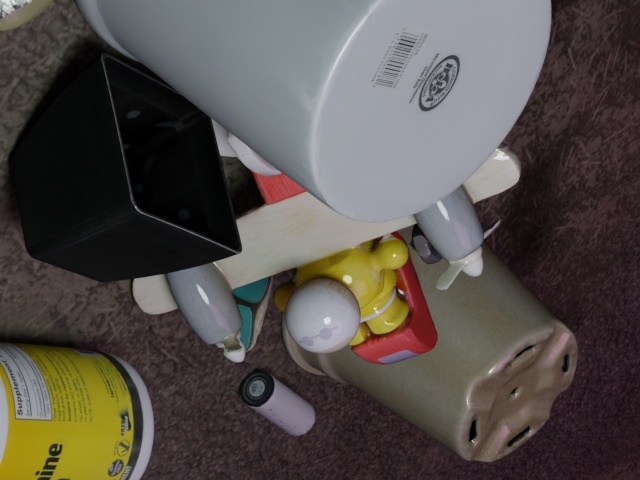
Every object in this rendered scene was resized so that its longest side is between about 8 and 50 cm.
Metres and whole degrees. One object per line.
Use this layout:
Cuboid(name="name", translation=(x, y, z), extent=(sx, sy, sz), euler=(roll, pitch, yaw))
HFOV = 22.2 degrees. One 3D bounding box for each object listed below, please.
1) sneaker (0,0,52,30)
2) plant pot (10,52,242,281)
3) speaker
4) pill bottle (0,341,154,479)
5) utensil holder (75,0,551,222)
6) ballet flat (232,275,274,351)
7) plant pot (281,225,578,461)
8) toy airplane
Cuboid(name="sneaker", translation=(-0.209, -0.365, 1.429), extent=(0.158, 0.182, 0.410), euler=(29, 96, -21))
Cuboid(name="plant pot", translation=(-0.219, -0.057, 1.724), extent=(0.167, 0.188, 0.187), euler=(-26, 153, 24))
Cuboid(name="speaker", translation=(-0.058, 0.229, 2.279), extent=(0.055, 0.055, 0.136), euler=(-49, 145, -1))
Cuboid(name="pill bottle", translation=(-0.360, 0.207, 1.812), extent=(0.334, 0.188, 0.188), euler=(10, 114, -51))
Cuboid(name="utensil holder", translation=(-0.010, -0.241, 1.617), extent=(0.328, 0.385, 0.327), euler=(-29, 141, -28))
Cuboid(name="ballet flat", translation=(-0.091, 0.070, 2.114), extent=(0.052, 0.057, 0.168), euler=(-51, 162, -54))
Cuboid(name="plant pot", translation=(0.171, 0.128, 2.221), extent=(0.334, 0.305, 0.333), euler=(-29, 140, -28))
Cuboid(name="toy airplane", translation=(0.000, 0.000, 1.879), extent=(0.384, 0.272, 0.386), euler=(14, 136, -9))
